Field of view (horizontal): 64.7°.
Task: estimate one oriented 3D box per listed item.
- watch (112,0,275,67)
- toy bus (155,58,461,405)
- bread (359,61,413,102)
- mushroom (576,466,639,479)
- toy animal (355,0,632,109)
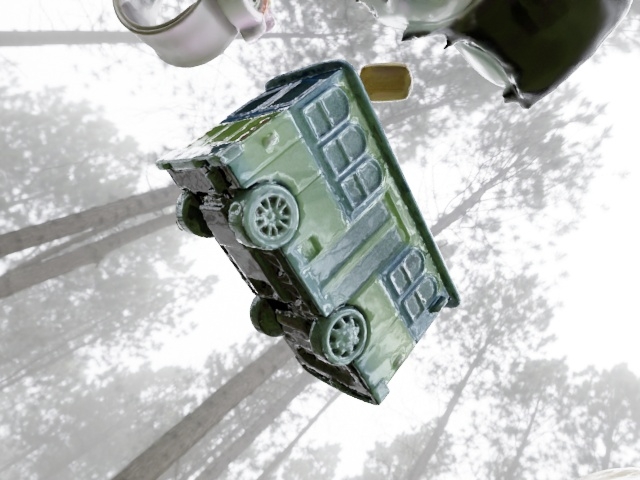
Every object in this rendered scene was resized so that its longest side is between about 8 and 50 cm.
[{"bbox_3d":[-0.207,-0.416,0.843,0.232,0.196,0.243,-12,-106,19],"label":"watch"},{"bbox_3d":[0.000,0.000,0.529,0.152,0.190,0.312,7,-46,52],"label":"toy bus"},{"bbox_3d":[0.136,-0.334,1.064,0.115,0.056,0.082,-2,-63,13],"label":"bread"},{"bbox_3d":[0.484,0.474,0.752,0.254,0.260,0.234,-22,-107,41],"label":"mushroom"},{"bbox_3d":[0.171,-0.326,0.580,0.310,0.250,0.251,31,-51,-15],"label":"toy animal"}]
